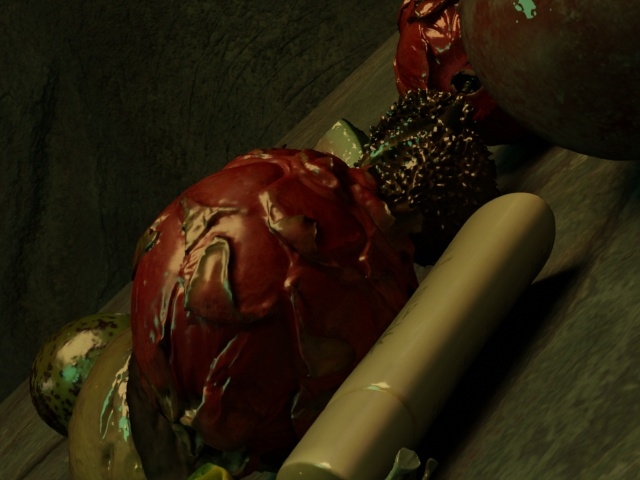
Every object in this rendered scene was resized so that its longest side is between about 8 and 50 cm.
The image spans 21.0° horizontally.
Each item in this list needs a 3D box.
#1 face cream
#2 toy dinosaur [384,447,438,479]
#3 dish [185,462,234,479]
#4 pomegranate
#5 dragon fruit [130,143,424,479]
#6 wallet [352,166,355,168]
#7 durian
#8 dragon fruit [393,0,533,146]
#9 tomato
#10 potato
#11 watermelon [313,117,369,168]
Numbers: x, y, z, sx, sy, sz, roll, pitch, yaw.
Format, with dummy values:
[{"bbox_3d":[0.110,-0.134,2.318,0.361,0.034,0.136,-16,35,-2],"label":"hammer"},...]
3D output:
[{"bbox_3d":[0.078,0.111,1.464,0.348,0.081,0.173,-50,-4,-35],"label":"face cream"},{"bbox_3d":[0.046,0.221,1.300,0.106,0.044,0.187,-52,11,54],"label":"toy dinosaur"},{"bbox_3d":[-0.107,0.280,1.524,0.149,0.080,0.208,-45,10,12],"label":"dish"},{"bbox_3d":[-0.275,0.219,2.233,0.214,0.214,0.248,156,120,-63],"label":"pomegranate"},{"bbox_3d":[-0.047,0.061,1.676,0.342,0.277,0.277,-43,9,-22],"label":"dragon fruit"},{"bbox_3d":[0.026,0.001,2.026,0.285,0.146,0.030,-41,42,19],"label":"wallet"},{"bbox_3d":[0.114,-0.075,1.854,0.196,0.167,0.196,-11,77,63],"label":"durian"},{"bbox_3d":[0.202,-0.222,2.007,0.241,0.241,0.252,-39,28,21],"label":"dragon fruit"},{"bbox_3d":[0.276,-0.225,1.530,0.316,0.282,0.317,-42,8,7],"label":"tomato"},{"bbox_3d":[-0.224,0.241,1.831,0.264,0.189,0.211,-36,13,39],"label":"potato"},{"bbox_3d":[0.000,0.000,2.120,0.256,0.193,0.140,-38,41,11],"label":"watermelon"}]
